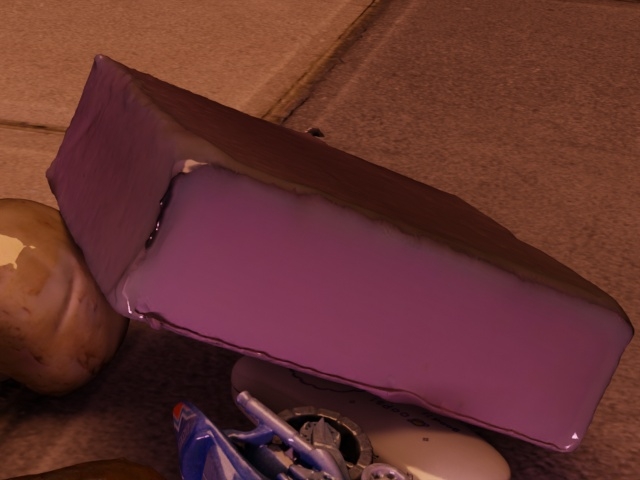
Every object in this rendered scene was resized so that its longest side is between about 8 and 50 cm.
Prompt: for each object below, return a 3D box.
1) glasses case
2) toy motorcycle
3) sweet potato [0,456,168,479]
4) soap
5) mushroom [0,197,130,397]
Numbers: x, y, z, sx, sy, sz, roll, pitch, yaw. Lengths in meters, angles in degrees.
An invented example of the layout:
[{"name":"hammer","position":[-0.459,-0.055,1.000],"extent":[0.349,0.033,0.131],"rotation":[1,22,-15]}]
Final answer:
[{"name":"glasses case","position":[0.025,0.109,0.844],"extent":[0.076,0.049,0.197],"rotation":[-8,24,-40]},{"name":"toy motorcycle","position":[-0.015,0.149,0.691],"extent":[0.114,0.076,0.205],"rotation":[6,34,-15]},{"name":"sweet potato","position":[-0.172,0.152,0.691],"extent":[0.233,0.062,0.081],"rotation":[-12,27,-30]},{"name":"soap","position":[0.000,0.000,0.891],"extent":[0.296,0.107,0.285],"rotation":[19,9,-21]},{"name":"mushroom","position":[-0.187,0.035,0.915],"extent":[0.148,0.112,0.148],"rotation":[33,21,-15]}]
